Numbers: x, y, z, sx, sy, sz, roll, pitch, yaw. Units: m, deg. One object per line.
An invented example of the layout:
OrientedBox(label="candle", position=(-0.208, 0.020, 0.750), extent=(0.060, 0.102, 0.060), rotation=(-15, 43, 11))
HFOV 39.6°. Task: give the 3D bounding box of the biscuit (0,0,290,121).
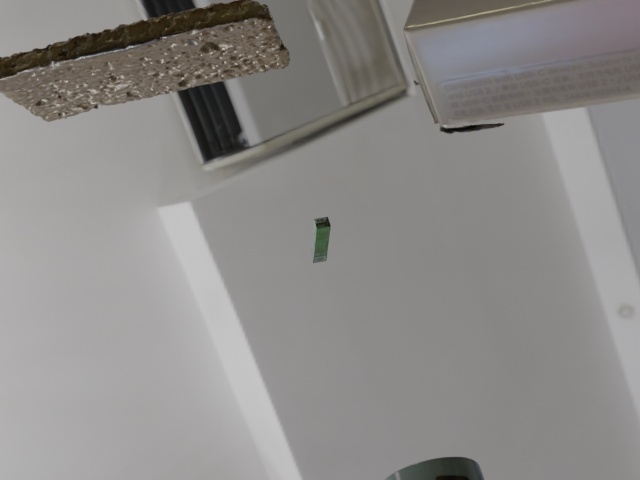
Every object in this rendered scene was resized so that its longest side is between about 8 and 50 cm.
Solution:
OrientedBox(label="biscuit", position=(-0.143, -0.145, 0.722), extent=(0.231, 0.131, 0.025), rotation=(-12, -98, 4))

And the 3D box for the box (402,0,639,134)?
OrientedBox(label="box", position=(0.206, -0.196, 0.671), extent=(0.106, 0.252, 0.203), rotation=(64, -146, -38))

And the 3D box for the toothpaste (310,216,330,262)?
OrientedBox(label="toothpaste", position=(0.000, 0.000, 1.168), extent=(0.020, 0.083, 0.017), rotation=(-10, -123, -11))

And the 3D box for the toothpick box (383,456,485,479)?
OrientedBox(label="toothpick box", position=(0.057, 0.141, 0.379), extent=(0.052, 0.052, 0.083), rotation=(18, -137, -36))
